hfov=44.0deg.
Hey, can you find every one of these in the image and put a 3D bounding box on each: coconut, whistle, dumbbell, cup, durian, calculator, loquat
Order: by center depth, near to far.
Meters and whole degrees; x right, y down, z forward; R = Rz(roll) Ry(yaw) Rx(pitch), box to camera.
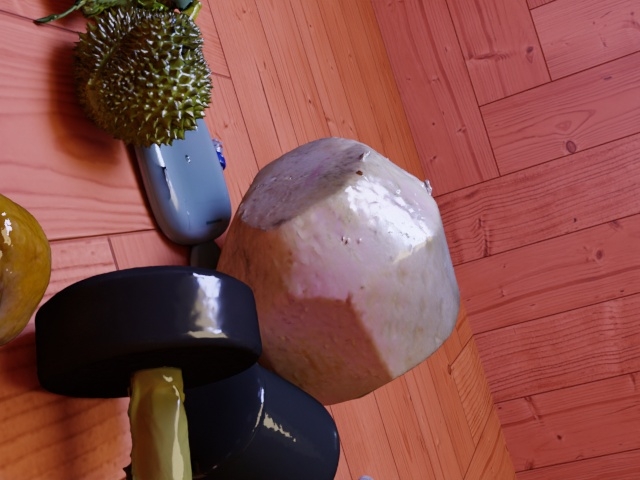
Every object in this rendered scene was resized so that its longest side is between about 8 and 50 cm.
[{"bbox_3d":[-0.274,0.022,0.615,0.137,0.113,0.137,180,-90,-90],"label":"loquat"},{"bbox_3d":[-0.135,0.201,0.687,0.204,0.203,0.323,33,43,-62],"label":"dumbbell"},{"bbox_3d":[-0.091,0.245,0.871,0.176,0.169,0.223,51,56,-39],"label":"cup"},{"bbox_3d":[-0.203,-0.194,0.917,0.146,0.159,0.198,70,10,-52],"label":"durian"},{"bbox_3d":[-0.223,-0.342,1.011,0.107,0.132,0.375,67,32,-32],"label":"durian"},{"bbox_3d":[0.014,0.054,1.048,0.352,0.352,0.353,-17,90,-71],"label":"coconut"},{"bbox_3d":[-0.182,-0.094,1.061,0.185,0.041,0.299,-17,91,-71],"label":"calculator"},{"bbox_3d":[-0.158,-0.120,1.180,0.033,0.029,0.083,7,55,-29],"label":"whistle"}]

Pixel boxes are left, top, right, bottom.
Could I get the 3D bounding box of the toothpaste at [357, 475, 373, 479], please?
[{"bbox_3d":[0.035,0.467,1.176,0.301,0.048,0.075,-59,157,-57],"label":"toothpaste"}]
